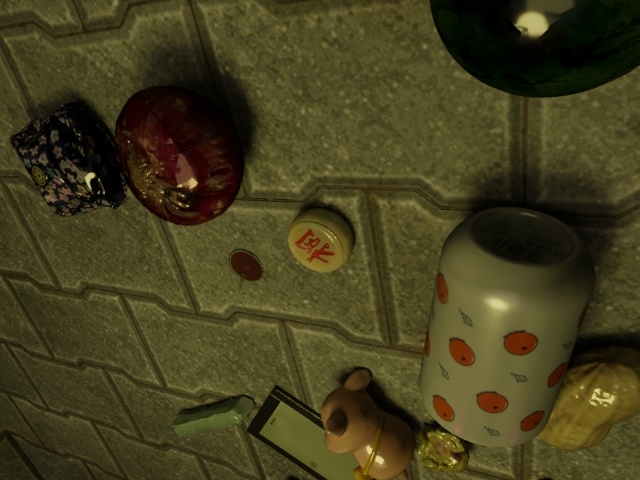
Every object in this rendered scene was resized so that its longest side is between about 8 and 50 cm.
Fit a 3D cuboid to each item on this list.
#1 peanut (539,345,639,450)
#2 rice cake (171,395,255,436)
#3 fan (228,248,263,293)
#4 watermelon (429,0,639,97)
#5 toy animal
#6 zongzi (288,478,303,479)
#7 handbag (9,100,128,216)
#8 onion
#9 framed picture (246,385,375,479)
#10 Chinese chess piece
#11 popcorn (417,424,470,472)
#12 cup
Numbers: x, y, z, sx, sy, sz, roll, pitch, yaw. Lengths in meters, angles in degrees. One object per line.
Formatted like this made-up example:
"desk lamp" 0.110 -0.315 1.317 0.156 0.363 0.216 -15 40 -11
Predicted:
"peanut" 0.430 0.260 0.865 0.124 0.123 0.256 29 136 9
"rice cake" -0.302 0.494 1.479 0.337 0.066 0.063 -25 107 39
"fan" -0.165 0.071 1.135 0.085 0.005 0.133 29 131 7
"watermelon" 0.229 -0.260 0.516 0.243 0.242 0.242 15 129 20
"toy animal" 0.103 0.420 1.138 0.248 0.165 0.149 45 128 -15
"zongzi" -0.126 0.756 1.569 0.184 0.084 0.187 14 122 33
"handbag" -0.508 -0.155 1.086 0.208 0.127 0.228 -11 108 36
"onion" -0.235 -0.141 0.901 0.247 0.190 0.246 20 120 38
"framed picture" -0.016 0.537 1.383 0.347 0.016 0.264 32 133 5
"Chinese chess piece" 0.000 0.000 0.959 0.122 0.051 0.122 15 128 19
"popcorn" 0.260 0.435 1.110 0.109 0.089 0.096 17 95 7
"cup" 0.267 0.122 0.788 0.213 0.212 0.317 14 128 21
